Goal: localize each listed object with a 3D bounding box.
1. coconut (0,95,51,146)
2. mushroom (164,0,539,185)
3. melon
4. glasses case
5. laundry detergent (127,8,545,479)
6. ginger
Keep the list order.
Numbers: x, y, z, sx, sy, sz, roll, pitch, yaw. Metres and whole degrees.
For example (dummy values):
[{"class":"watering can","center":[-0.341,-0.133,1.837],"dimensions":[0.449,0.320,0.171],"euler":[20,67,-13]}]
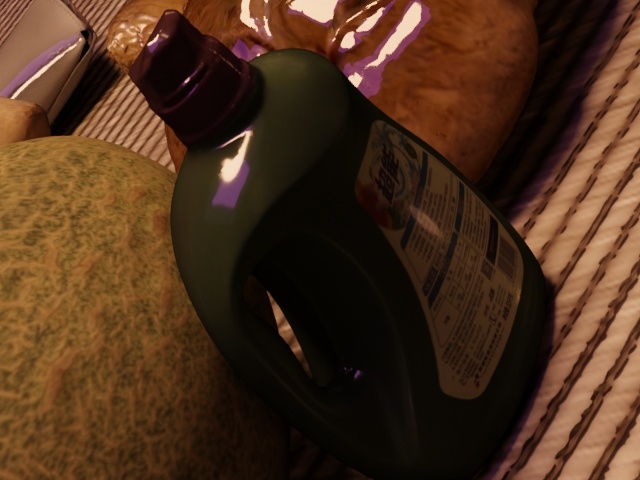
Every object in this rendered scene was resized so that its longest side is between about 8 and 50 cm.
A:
[{"class":"coconut","center":[-0.283,0.020,0.796],"dimensions":[0.329,0.329,0.329],"euler":[-33,34,25]},{"class":"mushroom","center":[0.017,-0.111,0.708],"dimensions":[0.278,0.146,0.278],"euler":[-27,48,34]},{"class":"melon","center":[-0.131,0.091,0.571],"dimensions":[0.248,0.248,0.329],"euler":[-30,26,29]},{"class":"glasses case","center":[-0.300,-0.084,1.153],"dimensions":[0.308,0.083,0.128],"euler":[-51,36,-5]},{"class":"laundry detergent","center":[0.000,0.000,0.527],"dimensions":[0.078,0.221,0.144],"euler":[-9,48,46]},{"class":"ginger","center":[-0.120,-0.185,1.057],"dimensions":[0.096,0.067,0.165],"euler":[-14,31,44]}]
